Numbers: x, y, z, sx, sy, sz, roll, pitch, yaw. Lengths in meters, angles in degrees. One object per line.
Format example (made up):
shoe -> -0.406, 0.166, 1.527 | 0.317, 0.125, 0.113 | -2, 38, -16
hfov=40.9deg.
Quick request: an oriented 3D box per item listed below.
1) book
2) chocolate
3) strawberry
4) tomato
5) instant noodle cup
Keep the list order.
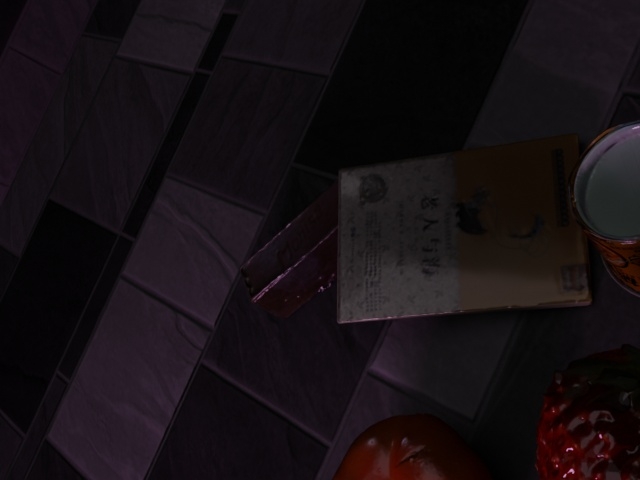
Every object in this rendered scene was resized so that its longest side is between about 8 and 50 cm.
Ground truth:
book -> 0.205, -0.014, 1.306 | 0.389, 0.032, 0.269 | -8, 68, 21
chocolate -> 0.000, 0.000, 1.508 | 0.321, 0.112, 0.112 | -40, 51, 22
strawberry -> 0.371, 0.303, 0.939 | 0.312, 0.267, 0.351 | 24, 106, 62
tomato -> 0.134, 0.367, 1.171 | 0.259, 0.180, 0.260 | -17, 61, 33
instant noodle cup -> 0.427, -0.045, 1.098 | 0.215, 0.172, 0.216 | -20, 58, 34
